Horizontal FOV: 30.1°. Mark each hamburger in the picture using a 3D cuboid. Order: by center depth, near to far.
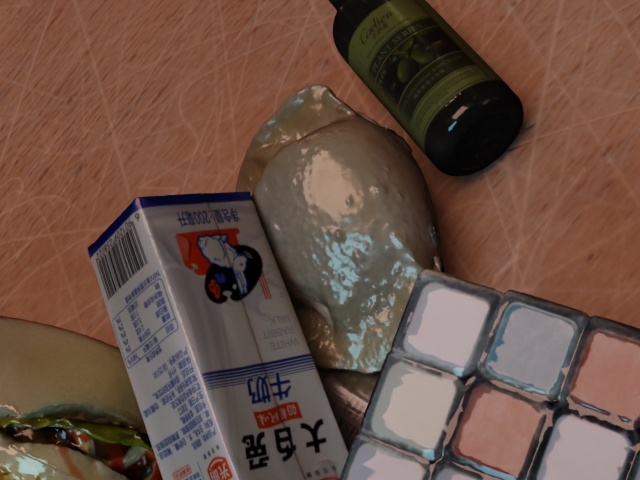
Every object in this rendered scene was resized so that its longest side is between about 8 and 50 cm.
[{"bbox_3d":[-0.260,0.185,1.115,0.302,0.302,0.170,4,65,31],"label":"hamburger"}]

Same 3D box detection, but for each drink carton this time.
[{"bbox_3d":[-0.081,0.117,1.017,0.106,0.130,0.315,-40,65,44],"label":"drink carton"}]

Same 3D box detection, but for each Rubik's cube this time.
[{"bbox_3d":[0.176,0.193,0.868,0.253,0.256,0.259,17,81,27],"label":"Rubik's cube"}]

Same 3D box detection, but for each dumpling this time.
[{"bbox_3d":[-0.003,-0.004,1.106,0.227,0.175,0.243,-32,30,15],"label":"dumpling"}]

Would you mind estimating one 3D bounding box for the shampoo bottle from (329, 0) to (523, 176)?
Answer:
[{"bbox_3d":[0.081,-0.187,1.176,0.101,0.101,0.284,-42,56,9],"label":"shampoo bottle"}]

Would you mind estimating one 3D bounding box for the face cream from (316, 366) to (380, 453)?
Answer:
[{"bbox_3d":[0.019,0.161,1.097,0.341,0.084,0.137,25,87,26],"label":"face cream"}]
